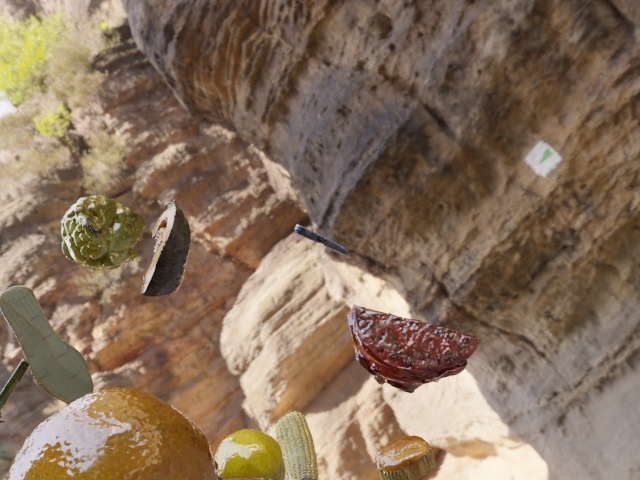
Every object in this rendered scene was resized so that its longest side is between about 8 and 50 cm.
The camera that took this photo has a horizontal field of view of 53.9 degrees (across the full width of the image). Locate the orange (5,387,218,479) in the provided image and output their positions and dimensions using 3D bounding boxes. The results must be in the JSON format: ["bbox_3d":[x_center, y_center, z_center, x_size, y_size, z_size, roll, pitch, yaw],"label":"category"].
[{"bbox_3d":[-0.249,0.317,0.749,0.264,0.264,0.264,-39,-12,-10],"label":"orange"}]

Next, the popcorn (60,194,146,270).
[{"bbox_3d":[-0.733,-0.015,2.112,0.237,0.293,0.293,-47,-13,22],"label":"popcorn"}]

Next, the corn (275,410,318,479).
[{"bbox_3d":[-0.050,0.451,1.350,0.085,0.165,0.063,-29,-45,11],"label":"corn"}]

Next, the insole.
[{"bbox_3d":[-0.678,0.256,1.550,0.119,0.348,0.009,-30,-13,-32],"label":"insole"}]

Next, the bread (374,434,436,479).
[{"bbox_3d":[0.270,0.705,2.020,0.190,0.114,0.132,-25,20,-19],"label":"bread"}]

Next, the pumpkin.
[{"bbox_3d":[-0.400,0.016,1.743,0.163,0.111,0.279,-50,30,37],"label":"pumpkin"}]

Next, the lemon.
[{"bbox_3d":[-0.166,0.542,1.491,0.178,0.178,0.203,-34,19,-30],"label":"lemon"}]

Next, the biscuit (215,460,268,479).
[{"bbox_3d":[-0.240,0.458,1.035,0.278,0.301,0.043,-54,10,9],"label":"biscuit"}]

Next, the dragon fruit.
[{"bbox_3d":[0.200,0.296,1.492,0.205,0.316,0.152,92,-167,-53],"label":"dragon fruit"}]

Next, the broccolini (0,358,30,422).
[{"bbox_3d":[-0.662,0.318,1.314,0.062,0.123,0.271,25,-60,-36],"label":"broccolini"}]

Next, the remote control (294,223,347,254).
[{"bbox_3d":[0.001,-0.001,1.669,0.027,0.152,0.043,-65,6,-5],"label":"remote control"}]
